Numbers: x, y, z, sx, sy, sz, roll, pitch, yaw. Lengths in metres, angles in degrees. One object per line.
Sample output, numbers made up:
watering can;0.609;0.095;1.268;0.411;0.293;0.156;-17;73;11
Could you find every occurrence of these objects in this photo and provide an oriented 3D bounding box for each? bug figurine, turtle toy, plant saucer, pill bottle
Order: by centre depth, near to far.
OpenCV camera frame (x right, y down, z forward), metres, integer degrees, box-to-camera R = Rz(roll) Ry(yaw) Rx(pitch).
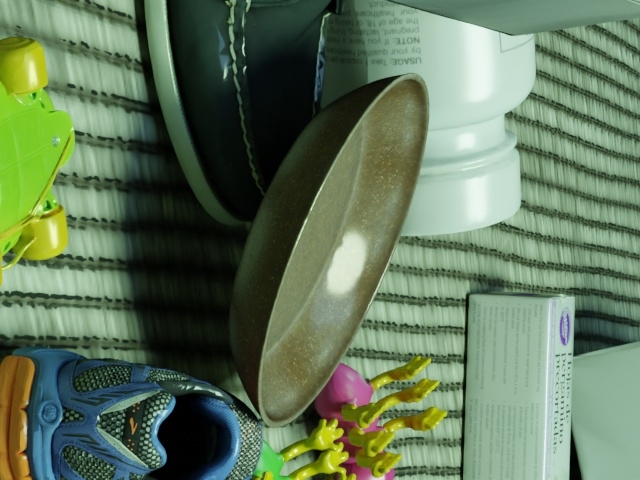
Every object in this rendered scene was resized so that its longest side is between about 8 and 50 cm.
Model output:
turtle toy;-0.142;-0.035;0.812;0.130;0.066;0.095;-37;127;-59
plant saucer;0.000;0.000;1.040;0.198;0.036;0.198;-58;163;-29
bug figurine;0.013;0.187;1.149;0.279;0.072;0.216;-32;112;-56
pill bottle;0.057;-0.126;1.150;0.131;0.131;0.229;-35;123;-59

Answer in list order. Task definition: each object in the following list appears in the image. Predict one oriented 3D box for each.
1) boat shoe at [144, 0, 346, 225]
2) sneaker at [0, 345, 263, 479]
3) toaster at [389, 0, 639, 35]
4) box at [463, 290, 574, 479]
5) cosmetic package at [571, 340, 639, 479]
boat shoe;-0.014;-0.175;1.018;0.127;0.113;0.340;-8;99;-65
sneaker;-0.072;0.099;0.942;0.221;0.087;0.083;17;78;-69
toaster;0.088;-0.197;0.972;0.185;0.110;0.168;6;83;-56
box;0.140;0.199;1.430;0.063;0.067;0.324;0;91;-66
cosmetic package;0.317;0.276;1.583;0.217;0.156;0.385;37;40;-63
